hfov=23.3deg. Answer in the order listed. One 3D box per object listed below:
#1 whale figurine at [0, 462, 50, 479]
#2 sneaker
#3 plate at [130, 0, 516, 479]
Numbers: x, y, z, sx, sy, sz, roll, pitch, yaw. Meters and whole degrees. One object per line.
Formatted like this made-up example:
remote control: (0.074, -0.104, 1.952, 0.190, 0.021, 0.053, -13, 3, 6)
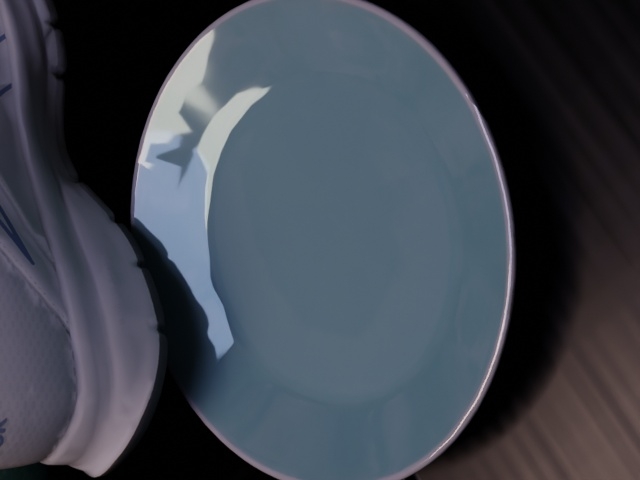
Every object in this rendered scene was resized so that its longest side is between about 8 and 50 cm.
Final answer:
whale figurine: (-0.214, 0.124, 0.734, 0.216, 0.141, 0.272, 61, 153, 2)
sneaker: (-0.168, -0.035, 0.644, 0.111, 0.129, 0.297, -54, 53, 39)
plate: (0.000, 0.000, 0.584, 0.188, 0.024, 0.188, 7, 101, 40)
